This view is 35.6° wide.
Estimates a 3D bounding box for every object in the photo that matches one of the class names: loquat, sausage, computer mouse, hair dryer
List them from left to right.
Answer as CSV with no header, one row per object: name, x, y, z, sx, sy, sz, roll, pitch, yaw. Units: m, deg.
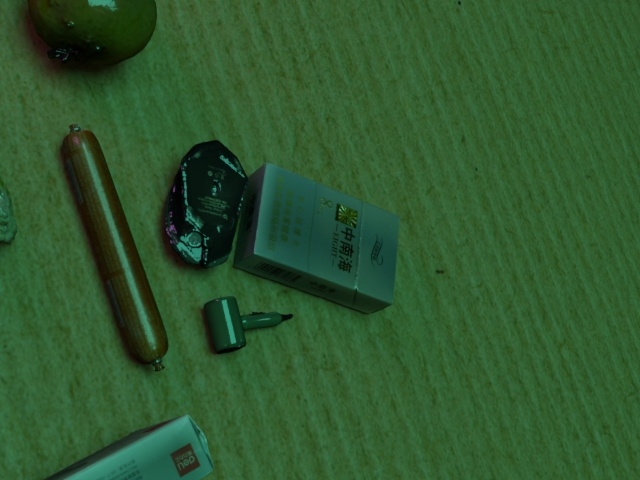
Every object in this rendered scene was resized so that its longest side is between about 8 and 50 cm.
loquat,-0.306,-0.323,1.352,0.172,0.149,0.204,23,48,-20
sausage,-0.268,0.007,1.297,0.053,0.053,0.347,-14,78,-38
computer mouse,-0.163,-0.051,1.390,0.106,0.062,0.192,18,67,-29
hair dryer,-0.093,0.114,1.388,0.150,0.047,0.071,-2,73,-46

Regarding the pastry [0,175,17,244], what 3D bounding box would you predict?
pastry,-0.440,-0.107,1.198,0.089,0.121,0.258,-20,89,-13

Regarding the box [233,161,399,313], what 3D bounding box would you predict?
box,0.000,0.000,1.476,0.243,0.067,0.155,20,62,-26

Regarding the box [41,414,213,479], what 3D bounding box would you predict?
box,-0.263,0.292,1.129,0.269,0.135,0.079,-24,88,-38
